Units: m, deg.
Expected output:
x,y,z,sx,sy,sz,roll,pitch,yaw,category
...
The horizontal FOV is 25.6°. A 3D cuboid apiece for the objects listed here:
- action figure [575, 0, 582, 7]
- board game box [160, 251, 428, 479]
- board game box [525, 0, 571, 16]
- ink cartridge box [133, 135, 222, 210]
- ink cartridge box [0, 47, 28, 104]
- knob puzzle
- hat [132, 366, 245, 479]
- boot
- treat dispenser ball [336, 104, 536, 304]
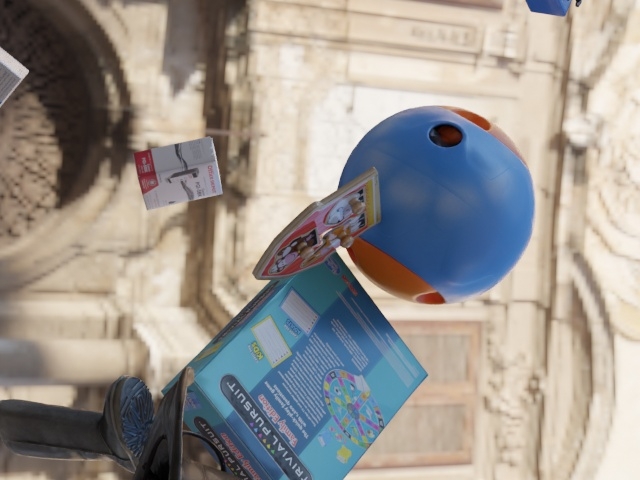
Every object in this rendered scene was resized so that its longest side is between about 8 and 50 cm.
x,y,z,sx,sy,sz,roll,pitch,yaw,category
0.302,-0.301,1.218,0.275,0.164,0.141,-30,-150,39,action figure
-0.027,0.196,1.943,0.079,0.336,0.254,-26,-76,47,board game box
0.240,-0.364,1.489,0.047,0.210,0.160,15,-110,32,board game box
-0.239,-0.113,2.373,0.099,0.135,0.056,83,-7,-55,ink cartridge box
-0.453,-0.220,1.809,0.088,0.122,0.052,-47,-169,15,ink cartridge box
0.000,0.000,1.807,0.030,0.213,0.213,54,-42,18,knob puzzle
-0.087,0.253,1.026,0.331,0.134,0.331,-162,-90,-82,hat
-0.305,0.219,1.740,0.208,0.076,0.190,14,-45,22,boot
0.165,-0.050,2.021,0.288,0.288,0.288,-8,-99,61,treat dispenser ball
